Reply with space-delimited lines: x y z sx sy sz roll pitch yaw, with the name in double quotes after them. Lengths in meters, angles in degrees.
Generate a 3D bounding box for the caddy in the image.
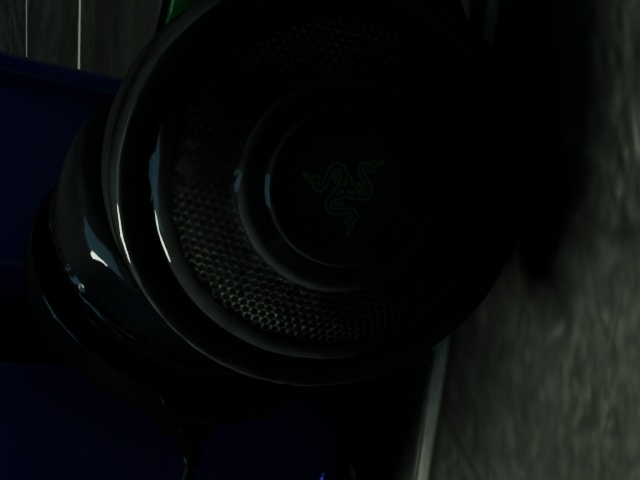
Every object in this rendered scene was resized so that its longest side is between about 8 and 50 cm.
-0.154 0.056 0.733 0.179 0.341 0.241 -23 67 41 "caddy"

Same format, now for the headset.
0.000 0.000 0.600 0.243 0.185 0.394 146 135 -67 "headset"
